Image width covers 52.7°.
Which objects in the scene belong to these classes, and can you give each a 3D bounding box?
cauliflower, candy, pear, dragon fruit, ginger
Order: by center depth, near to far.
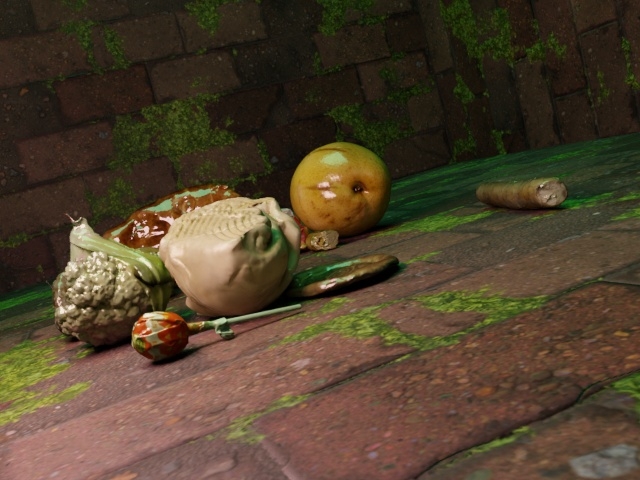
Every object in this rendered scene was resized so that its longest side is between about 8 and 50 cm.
[{"bbox_3d":[-0.169,0.139,1.080,0.288,0.078,0.084,-9,-8,-22],"label":"candy"},{"bbox_3d":[-0.427,0.071,1.293,0.256,0.315,0.239,-29,-27,-29],"label":"cauliflower"},{"bbox_3d":[-0.417,-0.040,1.880,0.419,0.176,0.254,-23,-7,-3],"label":"ginger"},{"bbox_3d":[-0.123,-0.016,1.904,0.150,0.208,0.133,-57,-13,6],"label":"dragon fruit"},{"bbox_3d":[0.058,-0.148,1.940,0.315,0.314,0.314,-15,7,2],"label":"pear"}]

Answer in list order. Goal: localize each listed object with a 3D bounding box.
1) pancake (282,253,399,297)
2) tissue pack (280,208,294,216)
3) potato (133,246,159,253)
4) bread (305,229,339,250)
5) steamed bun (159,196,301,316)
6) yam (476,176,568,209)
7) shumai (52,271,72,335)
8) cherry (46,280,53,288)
[{"bbox_3d":[0.041,0.068,1.296,0.250,0.031,0.250,-16,5,1],"label":"pancake"},{"bbox_3d":[-0.206,-0.034,2.243,0.185,0.124,0.225,-20,8,-22],"label":"tissue pack"},{"bbox_3d":[-0.480,0.094,1.703,0.174,0.159,0.251,16,-25,-31],"label":"potato"},{"bbox_3d":[0.000,0.000,1.811,0.066,0.060,0.110,-52,23,-21],"label":"bread"},{"bbox_3d":[-0.165,0.045,1.262,0.276,0.203,0.289,-28,26,-35],"label":"steamed bun"},{"bbox_3d":[0.489,-0.115,1.606,0.083,0.083,0.371,-16,5,-7],"label":"yam"},{"bbox_3d":[-0.565,0.159,1.475,0.142,0.184,0.184,-38,-4,26],"label":"shumai"},{"bbox_3d":[-0.755,0.168,1.966,0.126,0.086,0.106,9,10,25],"label":"cherry"}]
